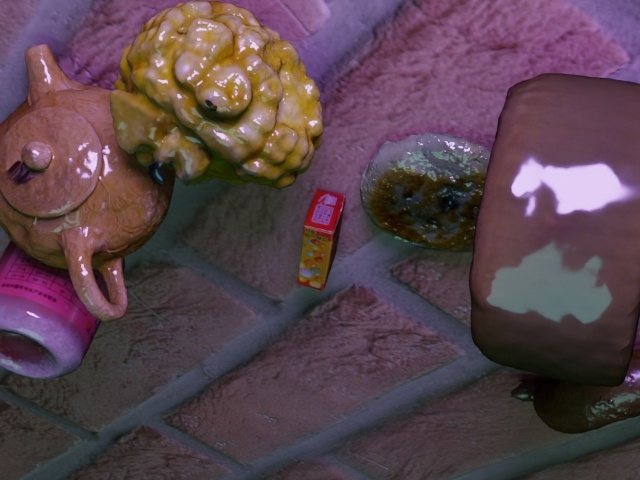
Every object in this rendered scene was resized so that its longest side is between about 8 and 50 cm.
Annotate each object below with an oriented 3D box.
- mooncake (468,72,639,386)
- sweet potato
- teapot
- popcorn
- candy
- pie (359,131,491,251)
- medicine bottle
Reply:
[{"bbox_3d":[0.227,-0.011,0.909,0.156,0.284,0.284,11,142,17],"label":"mooncake"},{"bbox_3d":[0.383,0.193,1.252,0.310,0.098,0.124,-12,155,30],"label":"sweet potato"},{"bbox_3d":[-0.268,-0.063,1.047,0.203,0.311,0.167,-16,168,10],"label":"teapot"},{"bbox_3d":[-0.104,-0.130,0.968,0.189,0.169,0.218,-14,129,34],"label":"popcorn"},{"bbox_3d":[0.000,0.000,1.180,0.038,0.062,0.122,15,143,5],"label":"candy"},{"bbox_3d":[0.134,-0.048,1.087,0.187,0.041,0.186,10,141,9],"label":"pie"},{"bbox_3d":[-0.316,0.037,1.191,0.147,0.247,0.147,11,141,9],"label":"medicine bottle"}]
